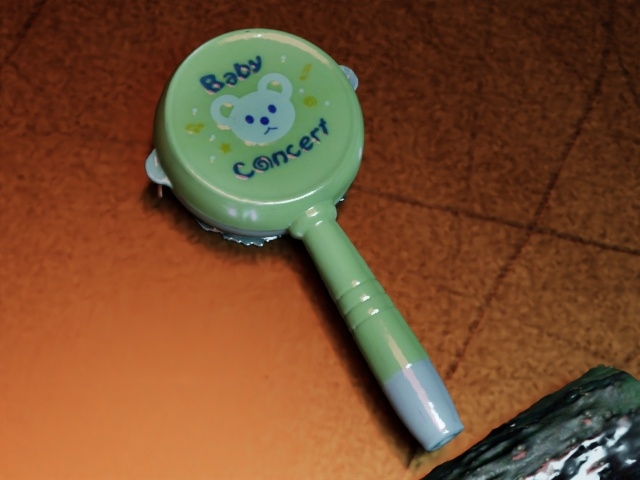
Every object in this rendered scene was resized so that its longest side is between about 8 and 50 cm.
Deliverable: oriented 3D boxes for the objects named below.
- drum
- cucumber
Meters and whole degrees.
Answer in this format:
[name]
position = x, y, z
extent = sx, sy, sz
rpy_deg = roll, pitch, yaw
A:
[drum]
position = 0.015, -0.013, 1.029
extent = 0.253, 0.049, 0.130
rpy_deg = 44, 69, 10
[cucumber]
position = 0.085, 0.144, 0.969
extent = 0.211, 0.062, 0.078
rpy_deg = -29, 76, -18
